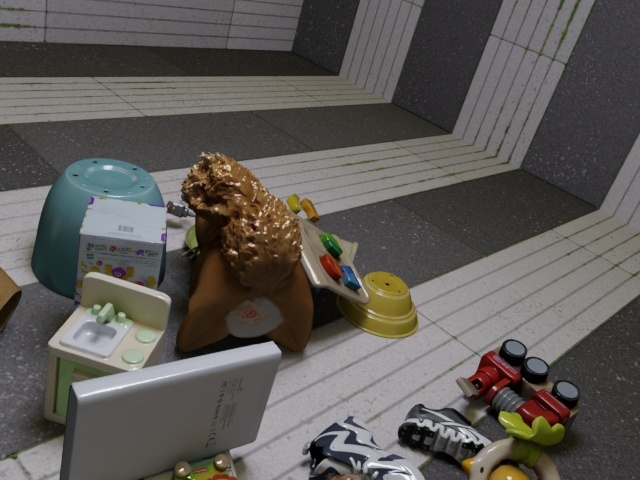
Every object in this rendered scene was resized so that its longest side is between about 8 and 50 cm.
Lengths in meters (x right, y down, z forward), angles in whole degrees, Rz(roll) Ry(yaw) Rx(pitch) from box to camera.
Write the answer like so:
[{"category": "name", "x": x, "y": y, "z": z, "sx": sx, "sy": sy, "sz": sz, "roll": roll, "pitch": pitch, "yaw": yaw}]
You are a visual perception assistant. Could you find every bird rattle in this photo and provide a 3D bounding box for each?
[{"category": "bird rattle", "x": 0.362, "y": 0.433, "z": 1.122, "sx": 0.207, "sy": 0.253, "sz": 0.143, "roll": -20, "pitch": -5, "yaw": -7}]

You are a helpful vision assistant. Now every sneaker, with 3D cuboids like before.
[{"category": "sneaker", "x": 0.271, "y": 0.377, "z": 1.234, "sx": 0.235, "sy": 0.078, "sz": 0.106, "roll": 19, "pitch": 30, "yaw": 8}, {"category": "sneaker", "x": 0.061, "y": 0.398, "z": 1.066, "sx": 0.153, "sy": 0.094, "sz": 0.235, "roll": -9, "pitch": 37, "yaw": -38}]

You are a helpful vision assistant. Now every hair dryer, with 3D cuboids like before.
[{"category": "hair dryer", "x": -0.259, "y": -0.100, "z": 1.740, "sx": 0.294, "sy": 0.080, "sz": 0.223, "roll": 11, "pitch": 16, "yaw": 3}]

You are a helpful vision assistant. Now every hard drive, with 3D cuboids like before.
[{"category": "hard drive", "x": -0.215, "y": 0.261, "z": 0.943, "sx": 0.308, "sy": 0.202, "sz": 0.040, "roll": -6, "pitch": 35, "yaw": -37}]

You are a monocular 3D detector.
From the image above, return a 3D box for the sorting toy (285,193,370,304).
[{"category": "sorting toy", "x": 0.000, "y": 0.000, "z": 1.468, "sx": 0.229, "sy": 0.041, "sz": 0.307, "roll": 24, "pitch": 33, "yaw": -55}]

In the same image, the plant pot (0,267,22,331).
[{"category": "plant pot", "x": -0.682, "y": 0.081, "z": 1.129, "sx": 0.255, "sy": 0.237, "sz": 0.237, "roll": 30, "pitch": 27, "yaw": -8}]

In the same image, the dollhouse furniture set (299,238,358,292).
[{"category": "dollhouse furniture set", "x": -0.001, "y": 0.092, "z": 1.587, "sx": 0.130, "sy": 0.128, "sz": 0.183, "roll": 18, "pitch": 52, "yaw": 1}]

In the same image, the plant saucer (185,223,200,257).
[{"category": "plant saucer", "x": -0.232, "y": 0.020, "z": 1.650, "sx": 0.241, "sy": 0.037, "sz": 0.241, "roll": 12, "pitch": 28, "yaw": -7}]

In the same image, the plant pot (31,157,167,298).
[{"category": "plant pot", "x": -0.476, "y": -0.041, "z": 1.415, "sx": 0.293, "sy": 0.235, "sz": 0.293, "roll": 14, "pitch": 28, "yaw": -7}]

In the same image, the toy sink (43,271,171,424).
[{"category": "toy sink", "x": -0.353, "y": 0.196, "z": 1.052, "sx": 0.153, "sy": 0.234, "sz": 0.131, "roll": 18, "pitch": 27, "yaw": -1}]

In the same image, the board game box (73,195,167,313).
[{"category": "board game box", "x": -0.382, "y": 0.076, "z": 1.208, "sx": 0.145, "sy": 0.275, "sz": 0.142, "roll": 8, "pitch": 29, "yaw": -16}]

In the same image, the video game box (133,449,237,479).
[{"category": "video game box", "x": -0.226, "y": 0.387, "z": 0.976, "sx": 0.205, "sy": 0.048, "sz": 0.187, "roll": 3, "pitch": 28, "yaw": -25}]

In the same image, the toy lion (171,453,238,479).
[{"category": "toy lion", "x": -0.164, "y": 0.374, "z": 0.955, "sx": 0.100, "sy": 0.034, "sz": 0.096, "roll": 0, "pitch": 40, "yaw": -29}]

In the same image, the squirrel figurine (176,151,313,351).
[{"category": "squirrel figurine", "x": -0.169, "y": -0.007, "z": 1.347, "sx": 0.281, "sy": 0.396, "sz": 0.370, "roll": -1, "pitch": 45, "yaw": -18}]

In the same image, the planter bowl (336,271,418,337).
[{"category": "planter bowl", "x": 0.156, "y": 0.140, "z": 1.590, "sx": 0.217, "sy": 0.090, "sz": 0.217, "roll": 14, "pitch": 28, "yaw": -7}]

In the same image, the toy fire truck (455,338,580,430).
[{"category": "toy fire truck", "x": 0.391, "y": 0.329, "z": 1.336, "sx": 0.247, "sy": 0.158, "sz": 0.217, "roll": -19, "pitch": 44, "yaw": -31}]

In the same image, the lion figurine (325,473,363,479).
[{"category": "lion figurine", "x": -0.067, "y": 0.438, "z": 0.863, "sx": 0.393, "sy": 0.142, "sz": 0.240, "roll": 6, "pitch": 36, "yaw": -25}]
